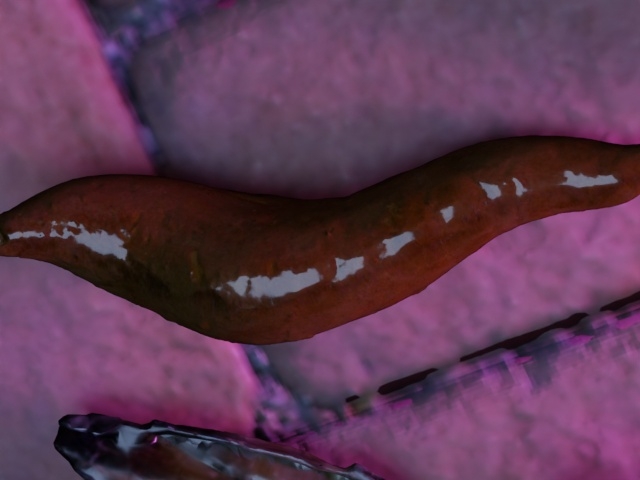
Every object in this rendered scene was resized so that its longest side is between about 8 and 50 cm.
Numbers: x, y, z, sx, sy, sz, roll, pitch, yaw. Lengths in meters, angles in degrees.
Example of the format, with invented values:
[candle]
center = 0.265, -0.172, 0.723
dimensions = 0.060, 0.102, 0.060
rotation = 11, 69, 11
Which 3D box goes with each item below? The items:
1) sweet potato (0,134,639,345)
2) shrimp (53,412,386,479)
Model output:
[sweet potato]
center = 0.002, 0.002, 0.603
dimensions = 0.249, 0.059, 0.069
rotation = -5, 97, 9
[shrimp]
center = -0.087, 0.164, 0.683
dimensions = 0.365, 0.071, 0.233
rotation = 24, 104, 3
